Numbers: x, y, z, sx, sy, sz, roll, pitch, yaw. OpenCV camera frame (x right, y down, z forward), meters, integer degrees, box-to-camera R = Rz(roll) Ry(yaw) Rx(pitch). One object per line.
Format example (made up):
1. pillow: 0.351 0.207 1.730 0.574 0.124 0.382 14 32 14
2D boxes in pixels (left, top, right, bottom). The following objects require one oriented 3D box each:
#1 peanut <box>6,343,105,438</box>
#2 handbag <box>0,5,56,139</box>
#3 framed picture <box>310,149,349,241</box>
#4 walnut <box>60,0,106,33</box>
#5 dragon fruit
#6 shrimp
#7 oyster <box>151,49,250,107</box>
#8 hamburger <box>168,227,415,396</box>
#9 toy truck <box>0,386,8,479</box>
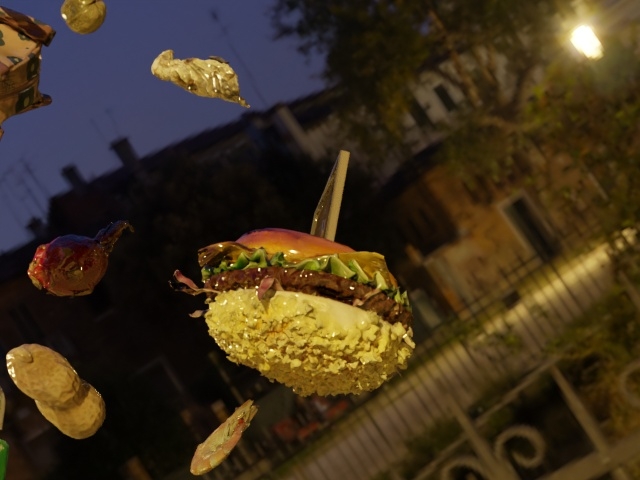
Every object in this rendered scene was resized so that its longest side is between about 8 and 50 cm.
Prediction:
1. peanut: -0.417 0.239 1.874 0.086 0.104 0.228 -62 -35 -28
2. handbag: -0.543 -0.258 1.846 0.251 0.193 0.190 -64 -16 -58
3. framed picture: 0.000 0.000 2.145 0.315 0.024 0.232 118 164 -70
4. walnut: -0.460 -0.445 2.301 0.092 0.092 0.092 -34 -5 -3
5. dragon fruit: -0.469 0.027 2.360 0.125 0.125 0.246 0 33 43
6. shrimp: -0.163 0.342 2.060 0.099 0.041 0.180 -31 13 49
7. oyster: -0.192 -0.258 1.934 0.061 0.106 0.199 -43 31 -28
8. hamburger: -0.023 0.082 1.252 0.243 0.261 0.139 56 -134 -62
9. toy truck: -0.467 0.286 1.481 0.114 0.253 0.124 -24 -39 33
